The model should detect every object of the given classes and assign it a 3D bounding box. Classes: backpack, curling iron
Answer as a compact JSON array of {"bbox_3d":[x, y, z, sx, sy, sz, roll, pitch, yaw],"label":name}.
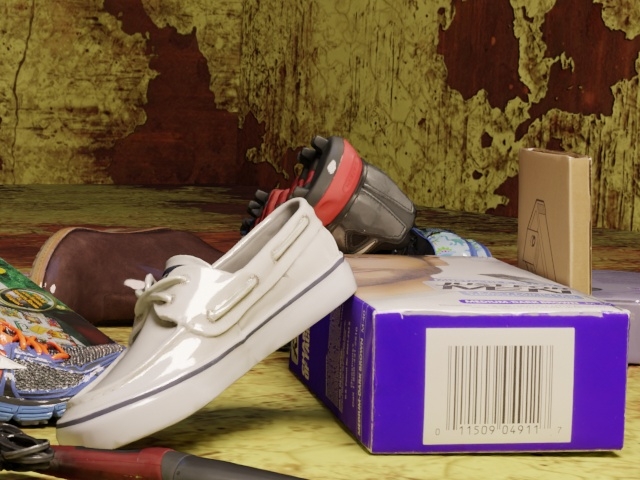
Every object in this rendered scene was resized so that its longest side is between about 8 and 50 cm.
[{"bbox_3d":[0.129,0.042,1.720,0.084,0.105,0.114,1,11,-12],"label":"backpack"},{"bbox_3d":[-0.093,0.137,0.955,0.274,0.035,0.068,5,10,28],"label":"curling iron"}]

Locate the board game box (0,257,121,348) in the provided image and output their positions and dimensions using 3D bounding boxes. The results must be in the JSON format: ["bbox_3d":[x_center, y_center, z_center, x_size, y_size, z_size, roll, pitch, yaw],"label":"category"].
[{"bbox_3d":[-0.275,0.060,1.396,0.136,0.030,0.260,-4,22,-39],"label":"board game box"}]

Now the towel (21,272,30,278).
[{"bbox_3d":[-0.327,0.053,1.788,0.144,0.029,0.197,2,3,-17],"label":"towel"}]

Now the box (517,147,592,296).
[{"bbox_3d":[0.187,0.028,1.385,0.021,0.201,0.164,-2,6,-8],"label":"box"}]

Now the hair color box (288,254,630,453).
[{"bbox_3d":[0.093,0.078,1.314,0.185,0.110,0.339,1,4,-11],"label":"hair color box"}]

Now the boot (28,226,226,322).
[{"bbox_3d":[-0.153,0.043,1.654,0.207,0.090,0.248,13,18,14],"label":"boot"}]

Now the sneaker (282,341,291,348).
[{"bbox_3d":[-0.023,0.078,1.591,0.161,0.057,0.075,2,-11,1],"label":"sneaker"}]

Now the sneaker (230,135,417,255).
[{"bbox_3d":[0.000,0.000,1.558,0.135,0.097,0.276,28,-26,-13],"label":"sneaker"}]

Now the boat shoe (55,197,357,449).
[{"bbox_3d":[-0.082,0.052,1.141,0.267,0.088,0.096,-33,10,-36],"label":"boat shoe"}]

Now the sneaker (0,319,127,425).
[{"bbox_3d":[-0.237,0.081,1.192,0.221,0.087,0.083,1,6,-18],"label":"sneaker"}]

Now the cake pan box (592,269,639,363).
[{"bbox_3d":[0.315,0.073,1.693,0.267,0.070,0.246,2,8,-8],"label":"cake pan box"}]
